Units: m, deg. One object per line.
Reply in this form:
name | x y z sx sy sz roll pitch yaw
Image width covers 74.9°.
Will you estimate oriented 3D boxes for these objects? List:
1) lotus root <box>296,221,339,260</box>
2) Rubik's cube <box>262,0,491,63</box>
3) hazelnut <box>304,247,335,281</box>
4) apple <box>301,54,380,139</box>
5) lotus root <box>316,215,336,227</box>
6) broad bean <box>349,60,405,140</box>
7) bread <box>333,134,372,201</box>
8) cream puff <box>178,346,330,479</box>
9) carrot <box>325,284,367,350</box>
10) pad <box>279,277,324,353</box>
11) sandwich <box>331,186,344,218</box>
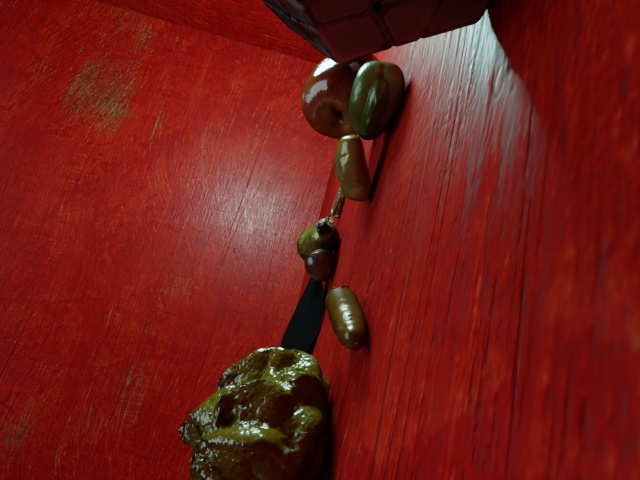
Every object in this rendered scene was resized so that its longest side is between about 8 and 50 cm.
lotus root | 0.000 0.000 1.071 0.108 0.094 0.191 -52 6 -20
Rubik's cube | 0.030 -0.301 0.302 0.264 0.319 0.318 -34 -32 -50
hazelnut | 0.000 0.061 1.007 0.086 0.087 0.086 -165 90 -87
apple | 0.056 -0.305 0.865 0.199 0.200 0.199 -165 90 -87
lotus root | 0.014 -0.021 1.210 0.150 0.062 0.072 109 168 -54
broad bean | 0.094 -0.229 0.691 0.174 0.082 0.124 -21 -53 -81
bread | 0.052 -0.121 0.713 0.082 0.056 0.115 -88 -16 -75
cream puff | -0.073 0.263 0.549 0.244 0.196 0.243 -39 -42 -48
carrot | 0.033 0.092 0.499 0.139 0.048 0.048 -116 41 -82
pad | -0.034 0.279 1.122 0.314 0.063 0.375 -91 21 -54
sandwich | 0.056 -0.119 1.253 0.069 0.026 0.101 -84 10 -78
